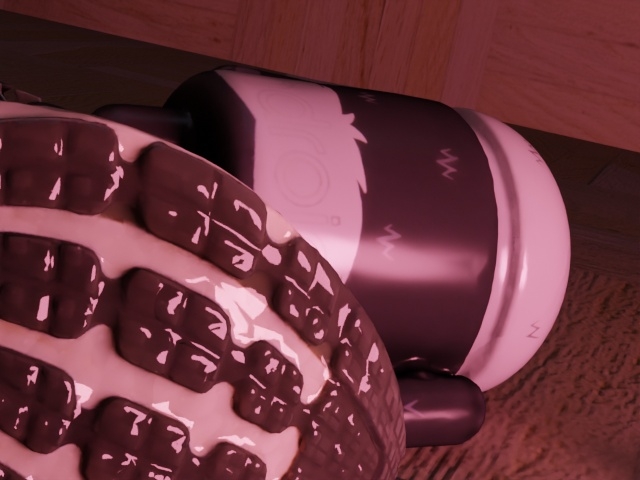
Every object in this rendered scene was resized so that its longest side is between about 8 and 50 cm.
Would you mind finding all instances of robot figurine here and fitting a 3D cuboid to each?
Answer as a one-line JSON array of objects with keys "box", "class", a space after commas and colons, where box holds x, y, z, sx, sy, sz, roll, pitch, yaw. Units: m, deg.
[{"box": [0.000, 0.003, 0.760, 0.278, 0.209, 0.173, 5, -4, -27], "class": "robot figurine"}]

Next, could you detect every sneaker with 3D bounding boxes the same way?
[{"box": [-0.153, -0.004, 0.515, 0.410, 0.158, 0.182, 29, 2, -15], "class": "sneaker"}]

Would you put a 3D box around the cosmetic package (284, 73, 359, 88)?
[{"box": [-0.008, -0.087, 1.324, 0.086, 0.117, 0.231, 10, 12, -3], "class": "cosmetic package"}]

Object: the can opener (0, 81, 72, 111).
[{"box": [-0.241, -0.079, 1.143, 0.283, 0.076, 0.095, 22, 8, 37], "class": "can opener"}]
